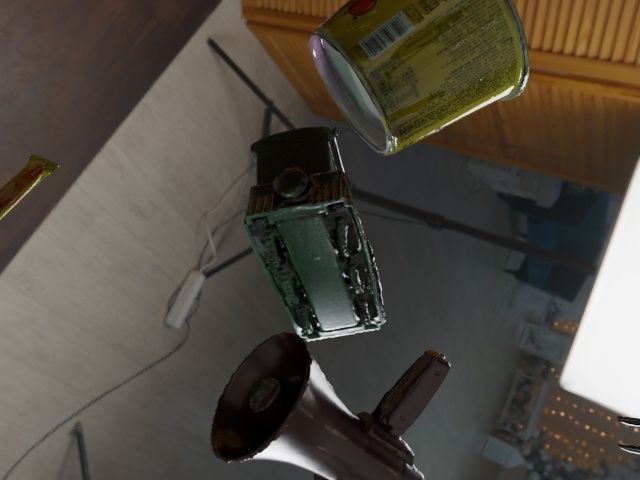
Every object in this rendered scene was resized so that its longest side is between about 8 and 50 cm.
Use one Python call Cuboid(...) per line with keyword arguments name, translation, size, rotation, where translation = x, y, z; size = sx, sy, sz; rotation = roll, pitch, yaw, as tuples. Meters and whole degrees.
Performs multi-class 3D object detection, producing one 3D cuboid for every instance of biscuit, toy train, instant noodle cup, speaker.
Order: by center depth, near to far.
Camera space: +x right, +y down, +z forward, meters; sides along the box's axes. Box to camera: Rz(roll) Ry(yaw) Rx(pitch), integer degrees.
Cuboid(name="toy train", translation=(0.000, 0.000, 0.814), size=(0.330, 0.138, 0.178), rotation=(71, 11, -52))
Cuboid(name="speaker", translation=(0.037, 0.257, 0.908), size=(0.329, 0.198, 0.259), rotation=(34, 64, -28))
Cuboid(name="biscuit", translation=(-0.513, -0.037, 0.937), size=(0.026, 0.048, 0.292), rotation=(-55, -173, 48))
Cuboid(name="instant noodle cup", translation=(0.152, -0.313, 1.036), size=(0.254, 0.325, 0.326), rotation=(-35, 143, -4))

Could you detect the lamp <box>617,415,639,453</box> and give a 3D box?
Cuboid(name="lamp", translation=(0.537, 0.272, 0.806), size=(0.284, 0.147, 0.209), rotation=(14, 71, -19))
